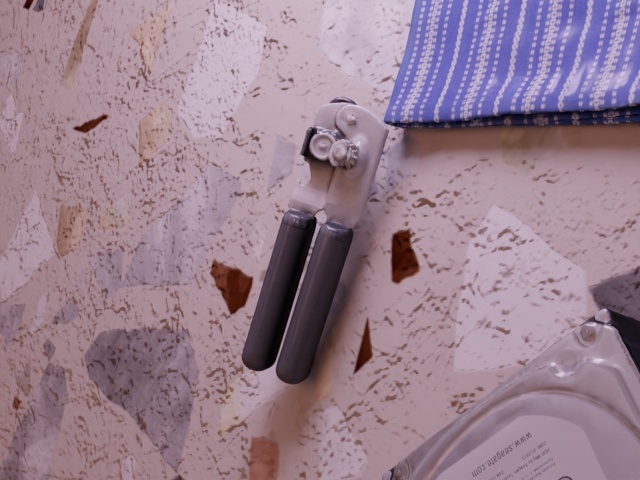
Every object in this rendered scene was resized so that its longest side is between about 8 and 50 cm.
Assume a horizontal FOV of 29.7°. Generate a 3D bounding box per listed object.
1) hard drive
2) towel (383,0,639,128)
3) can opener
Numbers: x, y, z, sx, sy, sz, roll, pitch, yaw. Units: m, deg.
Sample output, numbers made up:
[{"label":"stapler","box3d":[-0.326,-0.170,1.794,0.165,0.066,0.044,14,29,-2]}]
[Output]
[{"label":"hard drive","box3d":[0.179,0.245,0.786,0.237,0.064,0.339,-42,48,30]},{"label":"towel","box3d":[0.197,-0.216,1.048,0.336,0.040,0.243,3,77,49]},{"label":"can opener","box3d":[0.000,0.000,1.168,0.074,0.093,0.280,19,93,16]}]
